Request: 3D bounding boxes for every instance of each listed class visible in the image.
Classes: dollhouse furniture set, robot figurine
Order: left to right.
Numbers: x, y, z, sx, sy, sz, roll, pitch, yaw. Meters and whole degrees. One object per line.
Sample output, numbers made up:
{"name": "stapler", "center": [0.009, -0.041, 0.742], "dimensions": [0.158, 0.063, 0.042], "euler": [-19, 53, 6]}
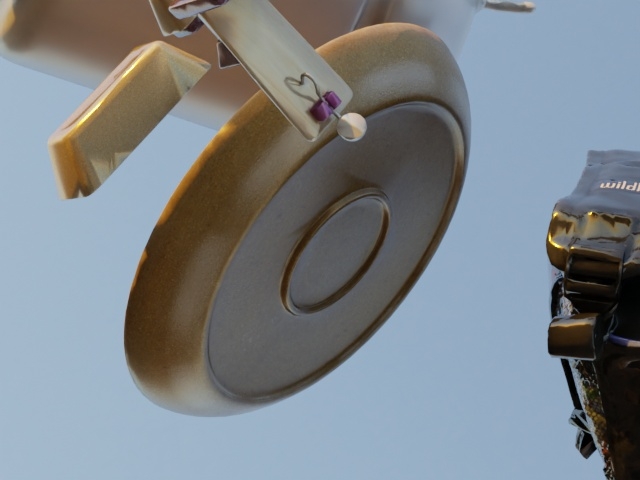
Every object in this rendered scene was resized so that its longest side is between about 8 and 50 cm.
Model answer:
{"name": "dollhouse furniture set", "center": [-0.044, -0.039, 0.706], "dimensions": [0.081, 0.114, 0.091], "euler": [48, -21, -18]}
{"name": "robot figurine", "center": [-0.057, -0.167, 1.125], "dimensions": [0.300, 0.353, 0.199], "euler": [-9, -115, 65]}

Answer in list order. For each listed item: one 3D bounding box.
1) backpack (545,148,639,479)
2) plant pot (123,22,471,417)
{"name": "backpack", "center": [0.238, 0.042, 0.982], "dimensions": [0.277, 0.263, 0.213], "euler": [-8, -69, 0]}
{"name": "plant pot", "center": [0.000, 0.000, 0.994], "dimensions": [0.032, 0.236, 0.236], "euler": [39, -47, 27]}
